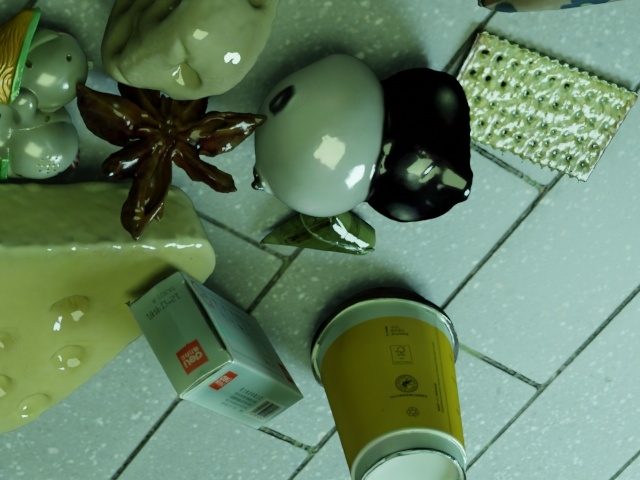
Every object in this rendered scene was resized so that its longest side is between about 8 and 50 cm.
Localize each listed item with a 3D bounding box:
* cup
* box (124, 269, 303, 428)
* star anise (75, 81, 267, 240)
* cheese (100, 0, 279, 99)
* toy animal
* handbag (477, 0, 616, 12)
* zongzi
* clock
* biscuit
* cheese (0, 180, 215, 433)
[{"bbox_3d":[0.093,0.203,1.642,0.196,0.280,0.196,-4,130,-5],"label":"cup"},{"bbox_3d":[-0.120,0.133,1.561,0.079,0.135,0.269,-36,158,5],"label":"box"},{"bbox_3d":[-0.172,-0.114,1.424,0.196,0.111,0.212,47,75,-8],"label":"star anise"},{"bbox_3d":[-0.122,-0.236,1.329,0.117,0.218,0.235,28,121,-31],"label":"cheese"},{"bbox_3d":[0.041,-0.112,1.481,0.235,0.165,0.187,4,119,-12],"label":"toy animal"},{"bbox_3d":[0.230,-0.366,1.324,0.193,0.190,0.252,-7,129,29],"label":"handbag"},{"bbox_3d":[0.000,0.000,1.624,0.113,0.052,0.104,-31,131,26],"label":"zongzi"},{"bbox_3d":[-0.321,-0.146,1.419,0.144,0.103,0.231,-3,129,-26],"label":"clock"},{"bbox_3d":[0.256,-0.158,1.584,0.231,0.016,0.139,17,118,-22],"label":"biscuit"},{"bbox_3d":[-0.341,0.085,1.525,0.383,0.104,0.384,-20,145,-15],"label":"cheese"}]
